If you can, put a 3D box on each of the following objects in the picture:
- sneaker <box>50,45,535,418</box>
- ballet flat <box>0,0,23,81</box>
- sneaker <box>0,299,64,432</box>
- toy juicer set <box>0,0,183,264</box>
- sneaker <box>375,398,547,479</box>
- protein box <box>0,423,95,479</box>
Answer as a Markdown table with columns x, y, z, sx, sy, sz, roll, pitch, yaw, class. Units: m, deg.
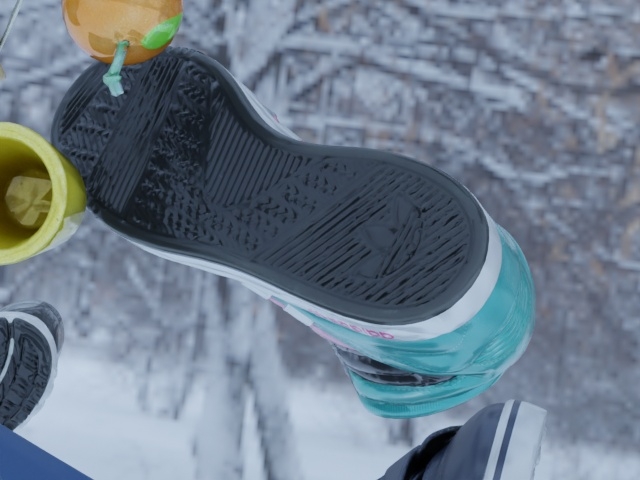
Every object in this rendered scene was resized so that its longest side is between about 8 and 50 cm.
| x | y | z | sx | sy | sz | roll | pitch | yaw | class |
| --- | --- | --- | --- | --- | --- | --- | --- | --- | --- |
| 0.000 | 0.000 | 0.950 | 0.295 | 0.124 | 0.178 | 28 | -11 | 37 | sneaker |
| -0.258 | -0.233 | 1.392 | 0.073 | 0.232 | 0.080 | 10 | 3 | -10 | ballet flat |
| -0.297 | 0.152 | 1.447 | 0.100 | 0.271 | 0.108 | 44 | 18 | -6 | sneaker |
| -0.219 | -0.152 | 0.888 | 0.329 | 0.209 | 0.089 | 34 | 4 | 10 | toy juicer set |
| 0.053 | 0.217 | 1.187 | 0.127 | 0.321 | 0.126 | 20 | 41 | 4 | sneaker |
| -0.154 | 0.224 | 0.899 | 0.201 | 0.136 | 0.200 | 29 | 23 | 7 | protein box |
